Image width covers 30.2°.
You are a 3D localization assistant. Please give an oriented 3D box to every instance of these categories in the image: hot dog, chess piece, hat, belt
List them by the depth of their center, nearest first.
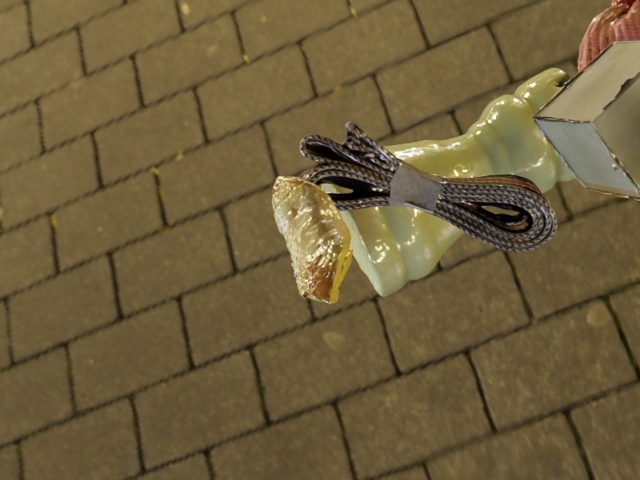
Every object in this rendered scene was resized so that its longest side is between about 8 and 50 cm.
[{"bbox_3d":[0.000,0.001,1.256,0.078,0.061,0.169,-36,54,27],"label":"hot dog"},{"bbox_3d":[0.140,-0.066,1.597,0.359,0.094,0.126,16,95,-2],"label":"belt"},{"bbox_3d":[0.530,-0.319,1.932,0.236,0.107,0.286,-1,55,-1],"label":"hat"},{"bbox_3d":[0.236,-0.111,1.948,0.442,0.234,0.234,-28,55,-5],"label":"chess piece"}]

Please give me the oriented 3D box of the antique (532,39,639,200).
[{"bbox_3d":[0.370,-0.138,1.416,0.152,0.148,0.146,-43,19,-7],"label":"antique"}]
